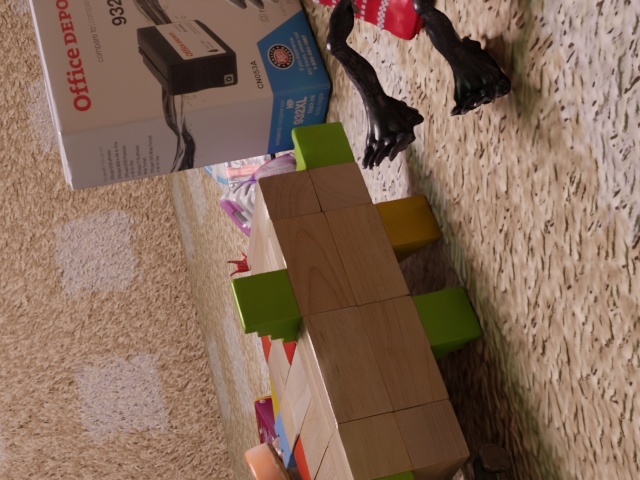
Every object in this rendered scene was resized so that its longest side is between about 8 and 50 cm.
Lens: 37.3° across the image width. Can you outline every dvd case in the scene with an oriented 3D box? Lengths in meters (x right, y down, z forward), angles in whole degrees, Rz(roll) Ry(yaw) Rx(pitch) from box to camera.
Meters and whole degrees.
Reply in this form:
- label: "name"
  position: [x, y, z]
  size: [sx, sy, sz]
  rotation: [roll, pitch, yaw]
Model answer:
- label: "dvd case"
  position: [-0.112, -0.138, 1.452]
  size: [0.013, 0.087, 0.119]
  rotation: [-28, -70, -61]

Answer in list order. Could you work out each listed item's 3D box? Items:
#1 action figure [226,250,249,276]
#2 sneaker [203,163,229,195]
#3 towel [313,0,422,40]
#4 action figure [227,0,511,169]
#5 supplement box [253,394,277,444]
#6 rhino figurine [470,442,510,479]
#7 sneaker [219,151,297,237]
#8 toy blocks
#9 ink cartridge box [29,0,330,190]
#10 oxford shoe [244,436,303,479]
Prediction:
- label: "action figure"
  position: [-0.062, 0.092, 1.323]
  size: [0.091, 0.139, 0.280]
  rotation: [-144, 47, -70]
- label: "sneaker"
  position: [-0.147, -0.109, 1.585]
  size: [0.229, 0.087, 0.092]
  rotation: [-173, 72, -77]
- label: "towel"
  position: [-0.035, -0.271, 0.730]
  size: [0.199, 0.275, 0.031]
  rotation: [98, -163, -55]
- label: "action figure"
  position: [0.022, -0.194, 0.611]
  size: [0.275, 0.164, 0.141]
  rotation: [61, -164, -14]
- label: "supplement box"
  position: [-0.025, 0.291, 1.390]
  size: [0.188, 0.104, 0.080]
  rotation: [-142, 42, -69]
- label: "rhino figurine"
  position: [0.155, 0.288, 0.732]
  size: [0.106, 0.073, 0.243]
  rotation: [100, 153, -48]
- label: "sneaker"
  position: [-0.026, -0.061, 1.132]
  size: [0.095, 0.104, 0.236]
  rotation: [52, 155, -23]
- label: "toy blocks"
  position: [0.014, 0.122, 0.890]
  size: [0.261, 0.191, 0.381]
  rotation: [103, 153, -57]
- label: "ink cartridge box"
  position: [-0.170, -0.207, 1.124]
  size: [0.129, 0.308, 0.223]
  rotation: [105, 150, -62]
- label: "oxford shoe"
  position: [0.033, 0.370, 1.228]
  size: [0.130, 0.133, 0.363]
  rotation: [50, 168, 50]
